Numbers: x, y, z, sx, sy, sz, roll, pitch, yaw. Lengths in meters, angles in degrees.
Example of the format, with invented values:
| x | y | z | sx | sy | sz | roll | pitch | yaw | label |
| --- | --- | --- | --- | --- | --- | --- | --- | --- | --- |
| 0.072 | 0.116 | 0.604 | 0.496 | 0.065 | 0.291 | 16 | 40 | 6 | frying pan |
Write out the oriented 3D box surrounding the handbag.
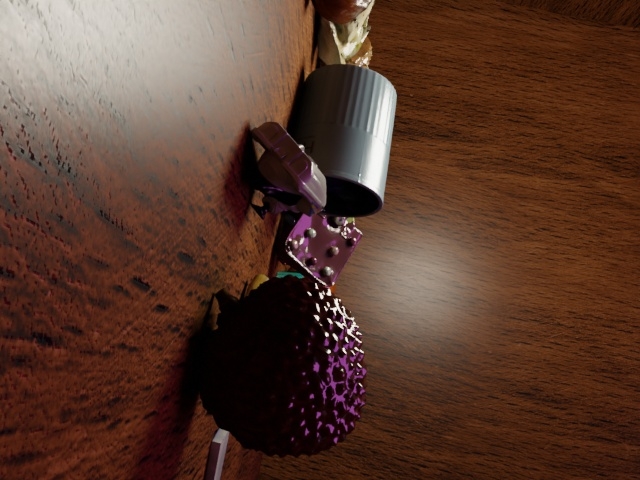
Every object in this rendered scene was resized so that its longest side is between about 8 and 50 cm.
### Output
| x | y | z | sx | sy | sz | roll | pitch | yaw | label |
| --- | --- | --- | --- | --- | --- | --- | --- | --- | --- |
| 0.001 | 0.000 | 1.829 | 0.216 | 0.203 | 0.074 | -57 | -154 | -17 | handbag |

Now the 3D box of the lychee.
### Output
| x | y | z | sx | sy | sz | roll | pitch | yaw | label |
| --- | --- | --- | --- | --- | --- | --- | --- | --- | --- |
| -0.061 | 0.195 | 1.036 | 0.276 | 0.304 | 0.276 | -44 | 178 | -2 | lychee |

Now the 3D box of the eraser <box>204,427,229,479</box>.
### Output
| x | y | z | sx | sy | sz | roll | pitch | yaw | label |
| --- | --- | --- | --- | --- | --- | --- | --- | --- | --- |
| -0.225 | 0.482 | 1.404 | 0.104 | 0.023 | 0.150 | -61 | 162 | -84 | eraser |

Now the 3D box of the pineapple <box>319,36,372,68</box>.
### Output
| x | y | z | sx | sy | sz | roll | pitch | yaw | label |
| --- | --- | --- | --- | --- | --- | --- | --- | --- | --- |
| 0.049 | -0.504 | 1.976 | 0.279 | 0.158 | 0.158 | 121 | -15 | -55 | pineapple |

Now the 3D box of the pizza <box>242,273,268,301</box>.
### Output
| x | y | z | sx | sy | sz | roll | pitch | yaw | label |
| --- | --- | --- | --- | --- | --- | --- | --- | --- | --- |
| -0.151 | 0.198 | 1.352 | 0.134 | 0.056 | 0.271 | 85 | 16 | -75 | pizza |

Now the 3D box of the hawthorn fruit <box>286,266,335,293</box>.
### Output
| x | y | z | sx | sy | sz | roll | pitch | yaw | label |
| --- | --- | --- | --- | --- | --- | --- | --- | --- | --- |
| -0.057 | 0.191 | 2.313 | 0.225 | 0.196 | 0.196 | -61 | 174 | -15 | hawthorn fruit |

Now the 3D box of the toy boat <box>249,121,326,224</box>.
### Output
| x | y | z | sx | sy | sz | roll | pitch | yaw | label |
| --- | --- | --- | --- | --- | --- | --- | --- | --- | --- |
| -0.060 | -0.101 | 1.148 | 0.269 | 0.141 | 0.141 | 95 | 7 | -73 | toy boat |

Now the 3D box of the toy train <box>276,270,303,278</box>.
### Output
| x | y | z | sx | sy | sz | roll | pitch | yaw | label |
| --- | --- | --- | --- | --- | --- | --- | --- | --- | --- |
| -0.099 | 0.177 | 2.076 | 0.198 | 0.107 | 0.154 | 92 | 3 | -77 | toy train |

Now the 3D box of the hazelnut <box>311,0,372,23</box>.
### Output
| x | y | z | sx | sy | sz | roll | pitch | yaw | label |
| --- | --- | --- | --- | --- | --- | --- | --- | --- | --- |
| 0.050 | -0.546 | 1.414 | 0.154 | 0.143 | 0.143 | -60 | 178 | 2 | hazelnut |

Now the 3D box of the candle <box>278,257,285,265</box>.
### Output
| x | y | z | sx | sy | sz | roll | pitch | yaw | label |
| --- | --- | --- | --- | --- | --- | --- | --- | --- | --- |
| -0.097 | 0.035 | 1.976 | 0.131 | 0.052 | 0.052 | -74 | 176 | -58 | candle |

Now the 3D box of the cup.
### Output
| x | y | z | sx | sy | sz | roll | pitch | yaw | label |
| --- | --- | --- | --- | --- | --- | --- | --- | --- | --- |
| 0.052 | -0.237 | 1.672 | 0.331 | 0.257 | 0.311 | 90 | 10 | -72 | cup |

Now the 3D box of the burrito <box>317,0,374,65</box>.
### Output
| x | y | z | sx | sy | sz | roll | pitch | yaw | label |
| --- | --- | --- | --- | --- | --- | --- | --- | --- | --- |
| 0.063 | -0.578 | 1.675 | 0.332 | 0.135 | 0.190 | 105 | 6 | -71 | burrito |

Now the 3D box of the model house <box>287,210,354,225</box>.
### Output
| x | y | z | sx | sy | sz | roll | pitch | yaw | label |
| --- | --- | --- | --- | --- | --- | --- | --- | --- | --- |
| -0.003 | -0.107 | 1.957 | 0.170 | 0.194 | 0.211 | -114 | -161 | -66 | model house |
